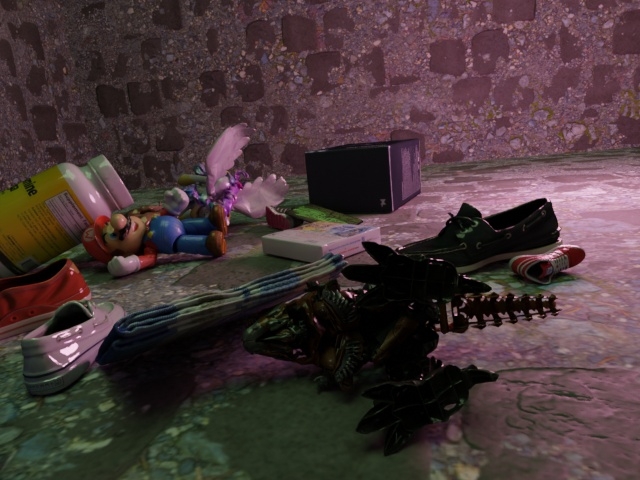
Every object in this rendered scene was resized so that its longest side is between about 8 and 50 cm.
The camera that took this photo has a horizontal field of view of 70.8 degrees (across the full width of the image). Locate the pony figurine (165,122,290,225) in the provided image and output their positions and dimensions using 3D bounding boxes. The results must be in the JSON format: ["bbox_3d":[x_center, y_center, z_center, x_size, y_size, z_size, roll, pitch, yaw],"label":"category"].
[{"bbox_3d":[-0.315,-0.156,1.414,0.363,0.303,0.351,14,60,49],"label":"pony figurine"}]

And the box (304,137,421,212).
[{"bbox_3d":[0.165,-0.234,1.586,0.293,0.212,0.395,1,16,25],"label":"box"}]

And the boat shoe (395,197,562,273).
[{"bbox_3d":[0.282,-0.015,0.814,0.340,0.113,0.127,-8,14,-8],"label":"boat shoe"}]

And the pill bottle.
[{"bbox_3d":[-0.639,-0.068,1.082,0.334,0.188,0.188,-34,23,-20],"label":"pill bottle"}]

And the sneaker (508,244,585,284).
[{"bbox_3d":[0.366,0.038,0.707,0.118,0.042,0.067,-13,9,5],"label":"sneaker"}]

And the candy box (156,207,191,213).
[{"bbox_3d":[-0.518,-0.097,1.611,0.109,0.053,0.186,5,24,40],"label":"candy box"}]

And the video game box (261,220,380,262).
[{"bbox_3d":[0.000,0.000,1.024,0.187,0.048,0.205,-20,19,-40],"label":"video game box"}]

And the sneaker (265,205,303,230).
[{"bbox_3d":[-0.107,-0.070,1.340,0.075,0.063,0.170,-14,20,-30],"label":"sneaker"}]

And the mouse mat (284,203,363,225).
[{"bbox_3d":[0.011,-0.066,1.273,0.189,0.007,0.152,18,23,23],"label":"mouse mat"}]

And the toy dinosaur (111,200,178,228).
[{"bbox_3d":[-0.498,-0.027,1.207,0.295,0.127,0.200,11,21,41],"label":"toy dinosaur"}]

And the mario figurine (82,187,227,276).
[{"bbox_3d":[-0.386,-0.023,1.038,0.320,0.170,0.198,-6,15,-5],"label":"mario figurine"}]

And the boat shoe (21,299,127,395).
[{"bbox_3d":[-0.321,0.116,0.609,0.083,0.076,0.226,-7,13,-8],"label":"boat shoe"}]

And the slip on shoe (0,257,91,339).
[{"bbox_3d":[-0.533,0.107,0.691,0.331,0.101,0.123,-20,20,-41],"label":"slip on shoe"}]

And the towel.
[{"bbox_3d":[-0.125,0.086,0.567,0.285,0.034,0.209,-16,-10,-33],"label":"towel"}]

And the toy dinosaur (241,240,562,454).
[{"bbox_3d":[0.077,0.077,0.473,0.322,0.164,0.218,-28,-3,0],"label":"toy dinosaur"}]
